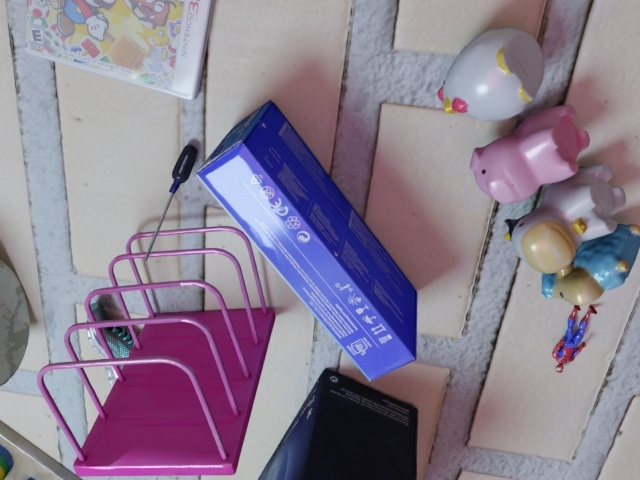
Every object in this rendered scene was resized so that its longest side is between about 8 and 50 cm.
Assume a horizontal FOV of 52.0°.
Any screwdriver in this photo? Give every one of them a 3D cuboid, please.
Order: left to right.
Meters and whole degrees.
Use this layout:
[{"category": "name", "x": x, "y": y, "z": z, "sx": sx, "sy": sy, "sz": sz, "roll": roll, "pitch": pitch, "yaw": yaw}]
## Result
[{"category": "screwdriver", "x": -0.203, "y": -0.051, "z": 0.863, "sx": 0.025, "sy": 0.170, "sz": 0.024, "roll": 33, "pitch": 161, "yaw": -30}]

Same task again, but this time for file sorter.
[{"category": "file sorter", "x": -0.196, "y": 0.128, "z": 0.853, "sx": 0.202, "sy": 0.290, "sz": 0.182, "roll": -4, "pitch": 122, "yaw": 10}]

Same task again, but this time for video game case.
[{"category": "video game case", "x": -0.244, "y": -0.299, "z": 0.797, "sx": 0.227, "sy": 0.026, "sz": 0.206, "roll": 16, "pitch": 118, "yaw": -1}]

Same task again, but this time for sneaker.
[{"category": "sneaker", "x": -0.313, "y": 0.164, "z": 1.038, "sx": 0.076, "sy": 0.065, "sz": 0.166, "roll": -17, "pitch": 118, "yaw": -2}]

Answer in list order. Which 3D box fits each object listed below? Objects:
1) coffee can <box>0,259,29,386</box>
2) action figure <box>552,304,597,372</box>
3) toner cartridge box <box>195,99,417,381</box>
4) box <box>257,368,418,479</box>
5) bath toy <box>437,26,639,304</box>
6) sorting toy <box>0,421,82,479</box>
[{"category": "coffee can", "x": -0.615, "y": 0.132, "z": 0.974, "sx": 0.275, "sy": 0.201, "sz": 0.201, "roll": -7, "pitch": 116, "yaw": 11}, {"category": "action figure", "x": 0.362, "y": 0.145, "z": 0.945, "sx": 0.038, "sy": 0.030, "sz": 0.115, "roll": 9, "pitch": 120, "yaw": -2}, {"category": "toner cartridge box", "x": 0.000, "y": 0.000, "z": 0.841, "sx": 0.075, "sy": 0.165, "sz": 0.348, "roll": -31, "pitch": 109, "yaw": 21}, {"category": "box", "x": 0.003, "y": 0.411, "z": 0.982, "sx": 0.183, "sy": 0.294, "sz": 0.296, "roll": 25, "pitch": 117, "yaw": -5}, {"category": "bath toy", "x": 0.250, "y": -0.083, "z": 0.792, "sx": 0.129, "sy": 0.151, "sz": 0.348, "roll": -10, "pitch": 121, "yaw": 52}, {"category": "sorting toy", "x": -0.610, "y": 0.479, "z": 1.217, "sx": 0.255, "sy": 0.089, "sz": 0.257, "roll": 43, "pitch": 115, "yaw": -14}]
